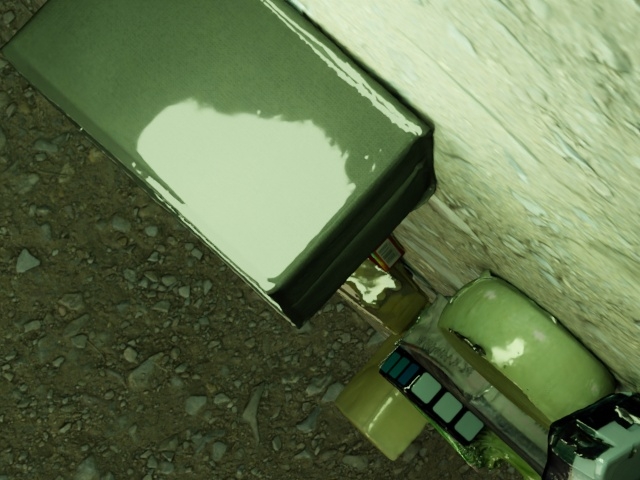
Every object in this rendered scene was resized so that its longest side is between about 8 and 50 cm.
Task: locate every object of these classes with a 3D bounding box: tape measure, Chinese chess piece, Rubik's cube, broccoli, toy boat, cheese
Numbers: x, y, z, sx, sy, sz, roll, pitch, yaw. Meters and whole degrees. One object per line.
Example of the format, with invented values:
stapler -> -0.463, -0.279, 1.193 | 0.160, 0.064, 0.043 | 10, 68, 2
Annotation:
tape measure -> 0.325, 0.259, 1.389 | 0.107, 0.181, 0.182 | 34, 135, 41
Chinese chess piece -> 0.244, 0.139, 1.490 | 0.238, 0.092, 0.238 | 42, 177, 3
Rubik's cube -> 0.222, 0.225, 2.111 | 0.163, 0.160, 0.162 | 43, 175, -16
broccoli -> 0.321, 0.362, 2.115 | 0.204, 0.118, 0.122 | 33, 158, 47
toy boat -> 0.000, 0.000, 2.092 | 0.445, 0.136, 0.162 | 41, -179, 6
cheese -> 0.168, 0.290, 2.553 | 0.124, 0.265, 0.242 | 43, 175, -11

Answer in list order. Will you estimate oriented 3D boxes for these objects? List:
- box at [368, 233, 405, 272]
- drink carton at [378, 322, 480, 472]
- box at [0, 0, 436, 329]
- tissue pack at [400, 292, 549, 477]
box -> 0.050, -0.028, 1.871 | 0.112, 0.048, 0.175 | 40, 175, 34
drink carton -> 0.255, 0.278, 2.331 | 0.271, 0.161, 0.108 | 46, 179, 22
box -> -0.085, -0.111, 1.177 | 0.345, 0.204, 0.251 | 41, 176, 10
tissue pack -> 0.322, 0.261, 1.809 | 0.394, 0.124, 0.288 | 43, 175, -22
